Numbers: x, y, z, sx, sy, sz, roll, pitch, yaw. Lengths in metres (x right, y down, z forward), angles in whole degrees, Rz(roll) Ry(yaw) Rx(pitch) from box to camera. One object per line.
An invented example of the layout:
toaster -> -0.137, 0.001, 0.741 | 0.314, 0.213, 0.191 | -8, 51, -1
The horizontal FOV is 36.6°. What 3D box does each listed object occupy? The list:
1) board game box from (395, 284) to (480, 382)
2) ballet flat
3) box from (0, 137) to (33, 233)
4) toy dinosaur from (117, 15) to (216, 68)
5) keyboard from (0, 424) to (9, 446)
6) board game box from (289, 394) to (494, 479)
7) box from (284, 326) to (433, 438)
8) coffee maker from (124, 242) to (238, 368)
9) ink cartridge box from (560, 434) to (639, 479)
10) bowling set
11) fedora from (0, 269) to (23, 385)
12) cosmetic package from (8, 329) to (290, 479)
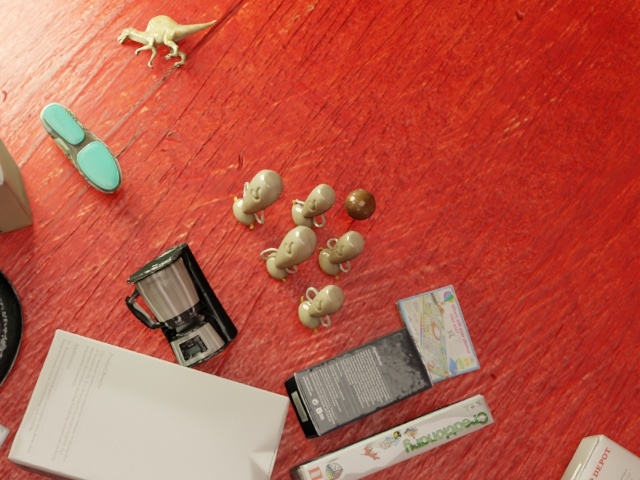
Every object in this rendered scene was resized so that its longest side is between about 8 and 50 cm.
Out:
board game box -> 0.204, 0.165, 1.684 | 0.103, 0.026, 0.154 | -15, 79, -11
ballet flat -> -0.406, -0.155, 1.656 | 0.070, 0.070, 0.188 | -37, 88, -15
box -> -0.526, -0.092, 1.512 | 0.094, 0.275, 0.113 | -16, 79, -10
toy dinosaur -> -0.269, -0.362, 1.731 | 0.183, 0.053, 0.093 | -10, 77, -10
keyboard -> -0.629, 0.277, 1.547 | 0.256, 0.014, 0.072 | 28, 69, -1
board game box -> 0.107, 0.331, 1.545 | 0.305, 0.193, 0.053 | -19, 79, -12
box -> 0.059, 0.235, 1.582 | 0.207, 0.153, 0.108 | -21, 81, -12
coffee maker -> -0.214, 0.102, 1.583 | 0.178, 0.120, 0.171 | 62, 33, -9
ink cartridge box -> 0.509, 0.444, 1.630 | 0.203, 0.086, 0.148 | 33, 74, 2
bowling set -> 0.000, 0.000, 1.655 | 0.200, 0.154, 0.287 | -20, 78, -31
fedora -> -0.635, 0.142, 1.497 | 0.334, 0.152, 0.334 | 3, 74, -9
cosmetic package -> -0.260, 0.303, 1.513 | 0.385, 0.156, 0.217 | 20, 70, -5
